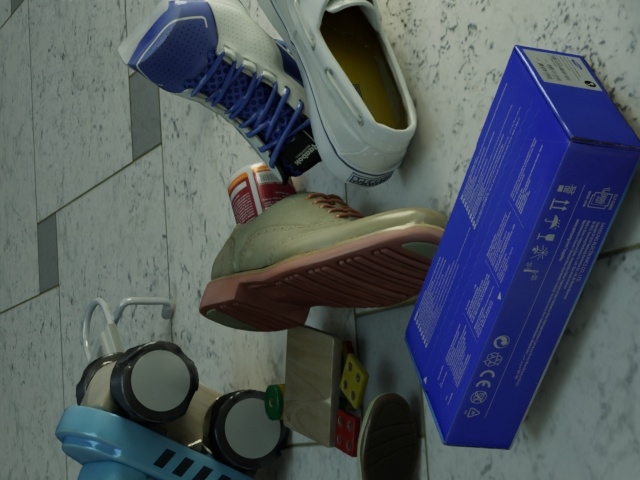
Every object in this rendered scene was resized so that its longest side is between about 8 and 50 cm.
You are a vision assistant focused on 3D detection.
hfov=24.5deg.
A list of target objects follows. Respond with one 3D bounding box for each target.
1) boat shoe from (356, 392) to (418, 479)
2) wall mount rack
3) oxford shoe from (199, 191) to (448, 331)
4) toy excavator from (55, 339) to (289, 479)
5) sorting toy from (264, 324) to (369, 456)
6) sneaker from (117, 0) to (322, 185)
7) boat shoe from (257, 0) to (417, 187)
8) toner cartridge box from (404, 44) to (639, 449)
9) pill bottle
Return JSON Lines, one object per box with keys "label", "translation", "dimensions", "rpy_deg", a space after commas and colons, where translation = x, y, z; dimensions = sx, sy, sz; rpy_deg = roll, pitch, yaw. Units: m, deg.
{"label": "boat shoe", "translation": [0.066, 0.259, 1.643], "dimensions": [0.072, 0.068, 0.190], "rpy_deg": [-153, 65, -74]}
{"label": "wall mount rack", "translation": [-0.293, 0.267, 2.333], "dimensions": [0.304, 0.130, 0.350], "rpy_deg": [-63, 36, 38]}
{"label": "oxford shoe", "translation": [0.000, 0.000, 1.664], "dimensions": [0.397, 0.140, 0.147], "rpy_deg": [-15, 59, 46]}
{"label": "toy excavator", "translation": [-0.189, 0.411, 1.950], "dimensions": [0.222, 0.433, 0.445], "rpy_deg": [-18, 46, 63]}
{"label": "sorting toy", "translation": [0.008, 0.173, 1.780], "dimensions": [0.274, 0.046, 0.132], "rpy_deg": [-168, 80, -64]}
{"label": "sneaker", "translation": [-0.069, -0.171, 1.713], "dimensions": [0.127, 0.315, 0.182], "rpy_deg": [-47, 56, 17]}
{"label": "boat shoe", "translation": [0.025, -0.253, 1.644], "dimensions": [0.156, 0.135, 0.367], "rpy_deg": [-51, 49, 53]}
{"label": "toner cartridge box", "translation": [0.178, 0.012, 1.365], "dimensions": [0.165, 0.075, 0.348], "rpy_deg": [-106, 28, -52]}
{"label": "pill bottle", "translation": [-0.064, -0.019, 1.884], "dimensions": [0.086, 0.086, 0.152], "rpy_deg": [123, 140, -48]}
